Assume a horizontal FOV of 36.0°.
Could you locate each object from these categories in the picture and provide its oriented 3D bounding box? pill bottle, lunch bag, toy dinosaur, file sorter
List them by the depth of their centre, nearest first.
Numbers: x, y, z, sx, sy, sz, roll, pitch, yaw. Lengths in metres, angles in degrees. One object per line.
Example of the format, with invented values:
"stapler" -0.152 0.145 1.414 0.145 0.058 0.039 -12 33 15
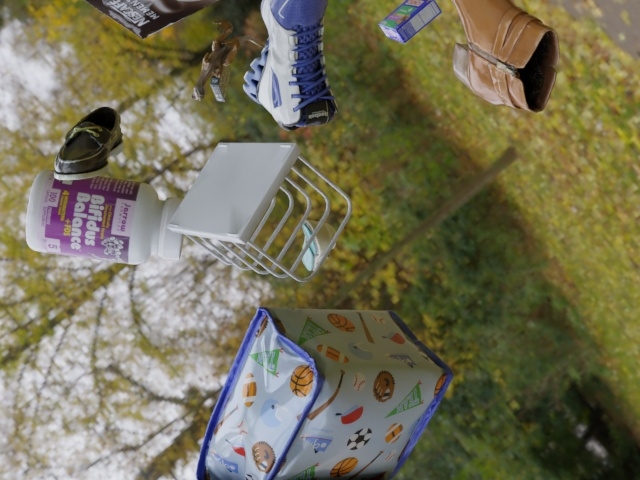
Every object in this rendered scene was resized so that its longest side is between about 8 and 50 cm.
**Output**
"toy dinosaur" -0.161 -0.323 1.673 0.064 0.211 0.112 38 147 3
"lunch bag" -0.006 0.327 1.674 0.327 0.385 0.239 8 -152 -41
"file sorter" -0.108 -0.049 1.775 0.173 0.193 0.277 39 163 -31
"pill bottle" -0.424 -0.042 1.984 0.301 0.169 0.169 7 -169 -5

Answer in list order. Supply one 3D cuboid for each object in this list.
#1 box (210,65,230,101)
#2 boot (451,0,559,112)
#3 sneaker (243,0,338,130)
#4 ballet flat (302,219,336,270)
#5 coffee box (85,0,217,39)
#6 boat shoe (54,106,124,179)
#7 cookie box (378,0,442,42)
"box" -0.201 -0.327 1.985 0.083 0.018 0.067 75 -156 -75
"boot" 0.271 -0.339 1.480 0.220 0.109 0.284 -133 40 -59
"sneaker" -0.027 -0.307 1.743 0.182 0.127 0.315 56 149 24
"ballet flat" 0.000 0.000 2.265 0.086 0.086 0.248 53 167 11
"coffee box" -0.200 -0.435 1.456 0.168 0.297 0.119 24 -132 -62
"boat shoe" -0.355 -0.149 1.502 0.228 0.081 0.069 -85 -4 -70
"cookie box" 0.191 -0.475 2.100 0.040 0.107 0.092 52 175 -30
